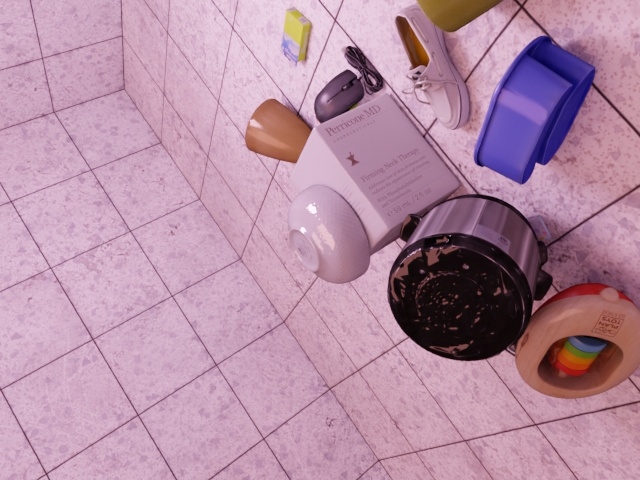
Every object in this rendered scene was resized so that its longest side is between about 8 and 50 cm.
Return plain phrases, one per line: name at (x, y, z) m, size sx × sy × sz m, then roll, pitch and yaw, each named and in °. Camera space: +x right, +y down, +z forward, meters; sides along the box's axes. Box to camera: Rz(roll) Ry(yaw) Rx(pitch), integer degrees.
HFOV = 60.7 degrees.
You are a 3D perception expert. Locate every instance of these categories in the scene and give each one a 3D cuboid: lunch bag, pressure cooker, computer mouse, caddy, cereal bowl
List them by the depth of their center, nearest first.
caddy at (0.482, -0.304, 1.294) m, size 0.179 × 0.241 × 0.341 m, roll 37°, pitch 144°, yaw 25°
pressure cooker at (0.410, 0.076, 1.491) m, size 0.375 × 0.420 × 0.370 m, roll -21°, pitch 105°, yaw 33°
lunch bag at (0.606, -0.032, 1.536) m, size 0.071 × 0.053 × 0.083 m, roll 61°, pitch 163°, yaw -1°
cereal bowl at (0.000, 0.000, 1.768) m, size 0.339 × 0.141 × 0.339 m, roll 40°, pitch 148°, yaw 32°
computer mouse at (0.063, -0.501, 1.846) m, size 0.272 × 0.072 × 0.188 m, roll -43°, pitch 82°, yaw 33°

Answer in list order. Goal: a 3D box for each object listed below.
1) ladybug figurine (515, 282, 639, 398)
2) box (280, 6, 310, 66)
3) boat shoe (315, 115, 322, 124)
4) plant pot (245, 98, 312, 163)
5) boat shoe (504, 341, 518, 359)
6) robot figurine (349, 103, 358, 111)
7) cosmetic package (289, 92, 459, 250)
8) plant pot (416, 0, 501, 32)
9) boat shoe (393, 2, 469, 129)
ladybug figurine at (0.700, 0.264, 1.485) m, size 0.304 × 0.162 × 0.450 m, roll 14°, pitch 137°, yaw 6°
box at (-0.094, -0.748, 2.017) m, size 0.109 × 0.042 × 0.178 m, roll 49°, pitch 150°, yaw 21°
boat shoe at (0.044, -0.418, 2.082) m, size 0.178 × 0.060 × 0.064 m, roll 57°, pitch 152°, yaw 7°
plant pot at (-0.135, -0.420, 2.238) m, size 0.254 × 0.237 × 0.237 m, roll 30°, pitch 142°, yaw 18°
boat shoe at (0.634, 0.323, 1.769) m, size 0.302 × 0.114 × 0.091 m, roll 38°, pitch 147°, yaw 14°
robot figurine at (0.085, -0.502, 1.929) m, size 0.101 × 0.067 × 0.115 m, roll 39°, pitch 156°, yaw -19°
cosmetic package at (0.163, -0.194, 1.811) m, size 0.394 × 0.329 × 0.327 m, roll 54°, pitch 153°, yaw 10°
plant pot at (0.371, -0.641, 1.176) m, size 0.293 × 0.274 × 0.275 m, roll -10°, pitch 108°, yaw 45°
boat shoe at (0.292, -0.469, 1.529) m, size 0.135 × 0.156 × 0.367 m, roll 3°, pitch 118°, yaw 58°
